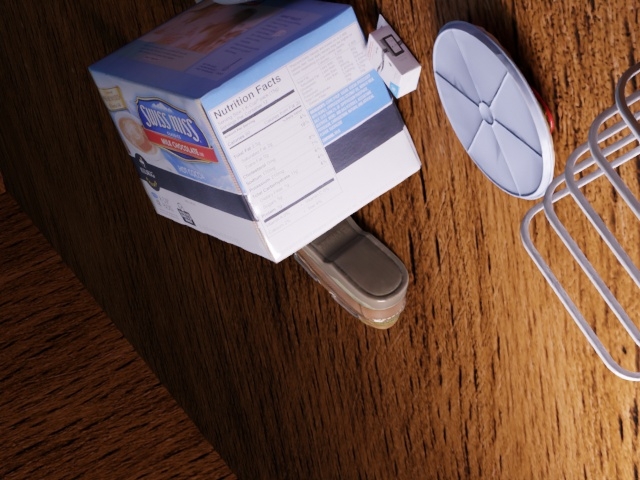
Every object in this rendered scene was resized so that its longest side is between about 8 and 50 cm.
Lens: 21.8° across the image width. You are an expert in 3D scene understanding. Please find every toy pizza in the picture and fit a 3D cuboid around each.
[{"bbox_3d":[0.182,-0.136,1.695,0.201,0.032,0.201,53,161,27],"label":"toy pizza"}]

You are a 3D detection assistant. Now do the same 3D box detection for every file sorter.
[{"bbox_3d":[0.298,-0.031,1.308,0.193,0.173,0.277,57,161,14],"label":"file sorter"}]

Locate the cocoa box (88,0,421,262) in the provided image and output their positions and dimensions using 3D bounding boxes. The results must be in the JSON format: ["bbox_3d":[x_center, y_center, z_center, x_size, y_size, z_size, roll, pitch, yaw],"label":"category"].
[{"bbox_3d":[-0.088,-0.154,2.039,0.347,0.231,0.228,22,141,59],"label":"cocoa box"}]

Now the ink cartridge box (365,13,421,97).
[{"bbox_3d":[0.077,-0.208,1.877,0.083,0.028,0.048,55,161,21],"label":"ink cartridge box"}]

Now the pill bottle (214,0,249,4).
[{"bbox_3d":[-0.108,-0.398,1.953,0.121,0.121,0.216,31,144,58],"label":"pill bottle"}]

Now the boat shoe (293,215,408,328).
[{"bbox_3d":[0.000,0.000,2.258,0.307,0.111,0.104,53,159,26],"label":"boat shoe"}]

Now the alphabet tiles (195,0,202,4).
[{"bbox_3d":[-0.135,-0.369,2.229,0.284,0.021,0.278,26,141,60],"label":"alphabet tiles"}]
